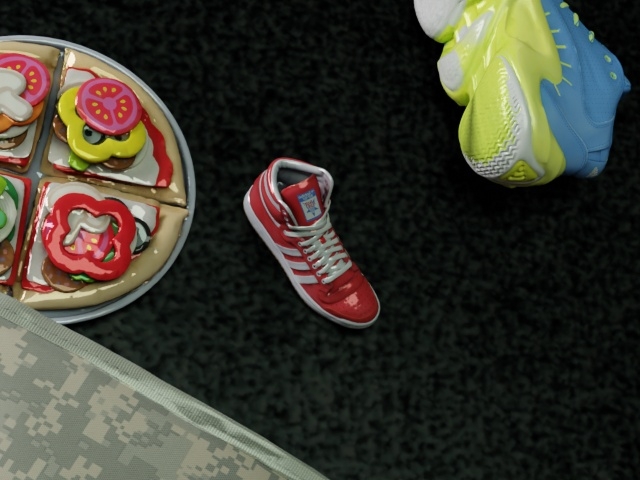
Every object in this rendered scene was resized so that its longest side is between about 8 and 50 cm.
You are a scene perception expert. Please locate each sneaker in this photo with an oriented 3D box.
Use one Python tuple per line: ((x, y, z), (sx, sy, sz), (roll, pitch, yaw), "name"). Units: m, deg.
((0.000, 0.000, 1.053), (0.042, 0.067, 0.118), (-37, 81, -28), "sneaker")
((0.142, -0.139, 1.167), (0.126, 0.091, 0.240), (11, 61, -33), "sneaker")

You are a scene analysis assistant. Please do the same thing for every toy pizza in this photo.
((-0.174, -0.044, 1.038), (0.201, 0.032, 0.201), (7, 64, -15), "toy pizza")

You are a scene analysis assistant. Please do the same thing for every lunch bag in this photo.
((-0.147, 0.183, 0.864), (0.287, 0.169, 0.235), (34, 60, -5), "lunch bag")
